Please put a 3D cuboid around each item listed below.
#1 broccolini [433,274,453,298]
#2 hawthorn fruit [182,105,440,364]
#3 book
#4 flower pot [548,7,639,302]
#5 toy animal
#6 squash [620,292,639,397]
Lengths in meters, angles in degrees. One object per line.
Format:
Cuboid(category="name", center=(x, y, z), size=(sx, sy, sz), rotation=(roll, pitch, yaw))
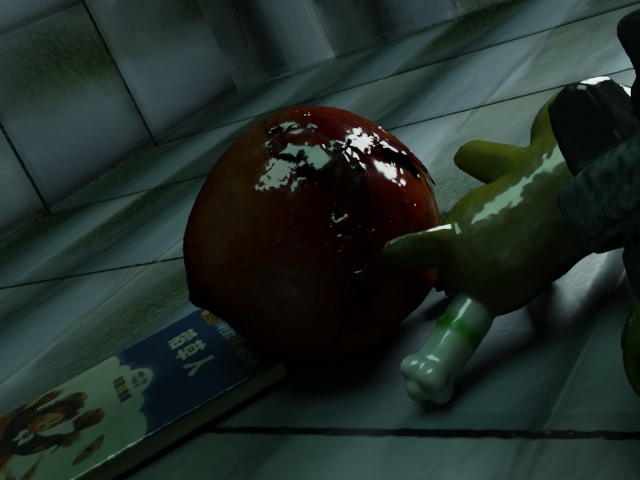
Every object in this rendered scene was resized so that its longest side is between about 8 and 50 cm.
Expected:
Cuboid(category="broccolini", center=(0.239, 0.001, 1.064), size=(0.239, 0.051, 0.054), rotation=(-24, 55, -7))
Cuboid(category="hawthorn fruit", center=(-0.012, 0.001, 1.008), size=(0.316, 0.316, 0.316), rotation=(-22, 18, 8))
Cuboid(category="book", center=(-0.266, 0.218, 1.117), size=(0.428, 0.039, 0.300), rotation=(-29, 18, -13))
Cuboid(category="flower pot", center=(0.319, -0.048, 0.580), size=(0.299, 0.283, 0.299), rotation=(-25, -13, -6))
Cuboid(category="toy animal", center=(0.193, -0.012, 0.904), size=(0.363, 0.181, 0.180), rotation=(-35, 7, 0))
Cuboid(category="squash", center=(0.328, 0.033, 0.799), size=(0.087, 0.087, 0.331), rotation=(-12, 20, 35))
